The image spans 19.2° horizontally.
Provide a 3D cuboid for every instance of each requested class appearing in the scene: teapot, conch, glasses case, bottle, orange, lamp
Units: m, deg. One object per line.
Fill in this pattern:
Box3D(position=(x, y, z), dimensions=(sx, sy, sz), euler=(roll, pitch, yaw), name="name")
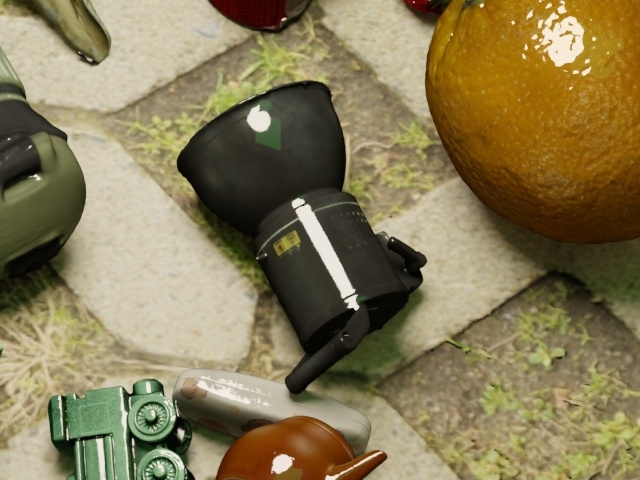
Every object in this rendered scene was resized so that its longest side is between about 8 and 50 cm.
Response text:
Box3D(position=(-0.021, 0.185, 1.474), dimensions=(0.116, 0.173, 0.116), euler=(10, 75, -41), name="teapot")
Box3D(position=(-0.263, -0.282, 1.679), dimensions=(0.234, 0.137, 0.114), euler=(25, 38, -5), name="conch")
Box3D(position=(-0.040, 0.141, 1.536), dimensions=(0.164, 0.063, 0.041), euler=(15, 59, -1), name="glasses case")
Box3D(position=(-0.332, -0.120, 1.563), dimensions=(0.168, 0.168, 0.347), euler=(-34, 73, -20), name="bottle")
Box3D(position=(0.214, -0.126, 1.590), dimensions=(0.264, 0.264, 0.264), euler=(3, 64, -6), name="orange")
Box3D(position=(0.000, 0.000, 1.572), dimensions=(0.172, 0.147, 0.227), euler=(-9, 64, -51), name="lamp")

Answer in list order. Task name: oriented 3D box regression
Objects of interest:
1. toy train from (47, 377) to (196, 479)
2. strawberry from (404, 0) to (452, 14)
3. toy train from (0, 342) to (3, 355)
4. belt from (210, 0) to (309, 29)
Box3D(position=(-0.152, 0.194, 1.492), dimensions=(0.111, 0.071, 0.170), euler=(-9, 67, 5), name="toy train")
Box3D(position=(0.109, -0.257, 1.730), dimensions=(0.106, 0.106, 0.106), euler=(3, 64, -6), name="strawberry")
Box3D(position=(-0.382, 0.069, 1.477), dimensions=(0.188, 0.159, 0.271), euler=(-29, 71, -26), name="toy train")
Box3D(position=(-0.057, -0.303, 1.713), dimensions=(0.128, 0.124, 0.201), euler=(-5, 65, -8), name="belt")
